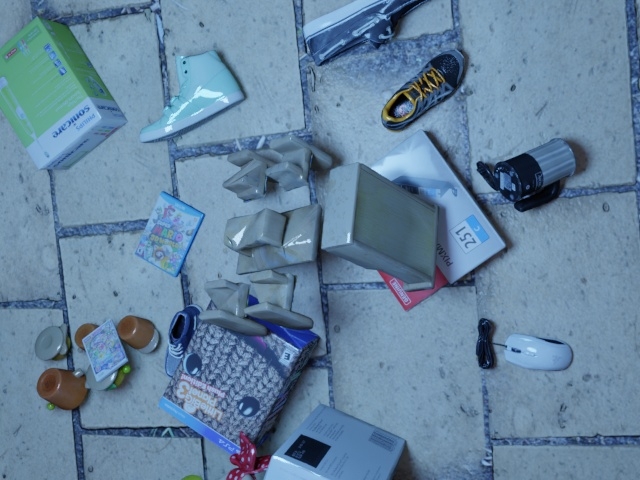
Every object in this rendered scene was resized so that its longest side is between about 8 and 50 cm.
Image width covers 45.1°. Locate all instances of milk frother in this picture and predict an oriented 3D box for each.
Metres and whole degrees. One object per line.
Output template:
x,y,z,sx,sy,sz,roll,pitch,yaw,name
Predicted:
0.400,-0.143,1.523,0.135,0.129,0.143,-23,54,-17,milk frother

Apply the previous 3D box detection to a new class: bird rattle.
-0.184,0.524,1.555,0.253,0.207,0.143,-29,115,7,bird rattle

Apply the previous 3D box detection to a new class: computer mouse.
0.414,0.223,1.574,0.193,0.042,0.106,7,96,16,computer mouse

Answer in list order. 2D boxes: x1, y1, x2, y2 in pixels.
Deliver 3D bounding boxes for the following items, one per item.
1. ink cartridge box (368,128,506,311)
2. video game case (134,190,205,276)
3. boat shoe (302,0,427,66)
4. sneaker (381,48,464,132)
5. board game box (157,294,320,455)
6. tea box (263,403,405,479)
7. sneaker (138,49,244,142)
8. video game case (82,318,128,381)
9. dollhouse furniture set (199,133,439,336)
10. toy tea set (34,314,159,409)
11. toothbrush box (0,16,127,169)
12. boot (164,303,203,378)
0.194,-0.036,1.605,0.261,0.066,0.296,-37,84,15,ink cartridge box
-0.352,-0.014,1.793,0.119,0.015,0.166,29,102,12,video game case
0.109,-0.443,1.571,0.301,0.108,0.102,-19,89,20,boat shoe
0.207,-0.302,1.567,0.215,0.083,0.084,-45,80,14,sneaker
-0.179,0.289,1.704,0.232,0.141,0.291,29,102,12,board game box
0.001,0.562,1.578,0.220,0.329,0.323,21,102,13,tea box
-0.311,-0.322,1.711,0.256,0.094,0.151,-26,93,7,sneaker
-0.492,0.250,1.761,0.087,0.011,0.122,-37,56,6,video game case
0.000,0.000,1.535,0.394,0.256,0.362,-12,63,42,dollhouse furniture set
-0.529,0.290,1.843,0.336,0.124,0.200,-13,62,20,toy tea set
-0.621,-0.335,1.788,0.206,0.122,0.283,-35,84,16,toothbrush box
-0.330,0.239,1.772,0.069,0.086,0.190,20,100,14,boot
